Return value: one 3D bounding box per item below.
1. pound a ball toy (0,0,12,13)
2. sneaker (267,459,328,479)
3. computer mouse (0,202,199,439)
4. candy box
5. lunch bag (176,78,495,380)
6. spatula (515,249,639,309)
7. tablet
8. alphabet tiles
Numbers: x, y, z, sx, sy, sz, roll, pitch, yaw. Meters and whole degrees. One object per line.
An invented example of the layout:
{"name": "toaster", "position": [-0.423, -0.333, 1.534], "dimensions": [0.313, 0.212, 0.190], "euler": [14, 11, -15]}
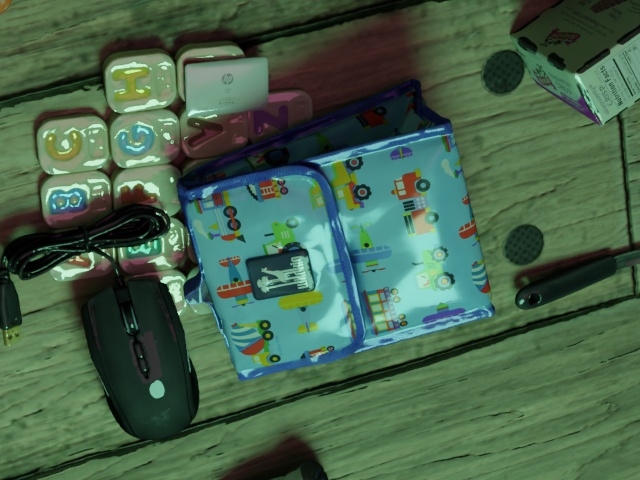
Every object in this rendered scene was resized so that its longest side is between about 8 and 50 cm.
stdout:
{"name": "pound a ball toy", "position": [-0.258, -0.268, 1.412], "dimensions": [0.319, 0.208, 0.136], "euler": [-35, 117, -3]}
{"name": "sneaker", "position": [-0.024, 0.378, 1.828], "dimensions": [0.129, 0.111, 0.297], "euler": [-14, 112, 4]}
{"name": "computer mouse", "position": [-0.219, 0.102, 1.640], "dimensions": [0.184, 0.060, 0.262], "euler": [-11, 114, -8]}
{"name": "candy box", "position": [0.326, -0.225, 1.653], "dimensions": [0.233, 0.159, 0.071], "euler": [-34, 117, -2]}
{"name": "lunch bag", "position": [0.000, 0.000, 1.658], "dimensions": [0.293, 0.138, 0.221], "euler": [-19, 117, -4]}
{"name": "spatula", "position": [0.348, 0.023, 1.833], "dimensions": [0.296, 0.030, 0.084], "euler": [-17, 118, -12]}
{"name": "tablet", "position": [-0.091, -0.149, 1.608], "dimensions": [0.083, 0.006, 0.054], "euler": [-8, 113, -19]}
{"name": "alphabet tiles", "position": [-0.138, -0.054, 1.645], "dimensions": [0.278, 0.021, 0.284], "euler": [-7, 114, -15]}
